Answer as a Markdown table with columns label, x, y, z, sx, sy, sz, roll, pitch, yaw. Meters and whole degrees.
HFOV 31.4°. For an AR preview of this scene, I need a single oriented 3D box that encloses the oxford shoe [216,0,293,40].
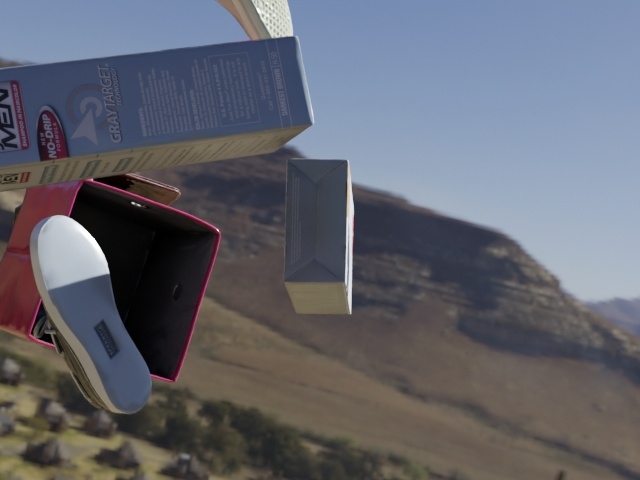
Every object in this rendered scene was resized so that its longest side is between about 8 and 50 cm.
| label | x | y | z | sx | sy | sz | roll | pitch | yaw |
| --- | --- | --- | --- | --- | --- | --- | --- | --- | --- |
| oxford shoe | -0.189 | -0.474 | 1.793 | 0.130 | 0.449 | 0.169 | -27 | 17 | 22 |

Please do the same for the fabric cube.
| label | x | y | z | sx | sy | sz | roll | pitch | yaw |
| --- | --- | --- | --- | --- | --- | --- | --- | --- | --- |
| fabric cube | -0.352 | 0.059 | 1.814 | 0.254 | 0.259 | 0.258 | 22 | -9 | -30 |

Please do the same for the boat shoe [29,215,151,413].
| label | x | y | z | sx | sy | sz | roll | pitch | yaw |
| --- | --- | --- | --- | --- | --- | --- | --- | --- | --- |
| boat shoe | -0.341 | 0.107 | 1.602 | 0.105 | 0.306 | 0.113 | -3 | 32 | 40 |

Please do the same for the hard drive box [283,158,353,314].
| label | x | y | z | sx | sy | sz | roll | pitch | yaw |
| --- | --- | --- | --- | --- | --- | --- | --- | --- | --- |
| hard drive box | 0.000 | 0.000 | 1.671 | 0.089 | 0.181 | 0.232 | 1 | -13 | 3 |

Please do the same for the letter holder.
| label | x | y | z | sx | sy | sz | roll | pitch | yaw |
| --- | --- | --- | --- | --- | --- | --- | --- | --- | --- |
| letter holder | -0.419 | -0.010 | 2.133 | 0.214 | 0.152 | 0.302 | 16 | -25 | -35 |

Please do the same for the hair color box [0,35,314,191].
| label | x | y | z | sx | sy | sz | roll | pitch | yaw |
| --- | --- | --- | --- | --- | --- | --- | --- | --- | --- |
| hair color box | -0.217 | -0.145 | 1.330 | 0.375 | 0.113 | 0.185 | -10 | -3 | -18 |
